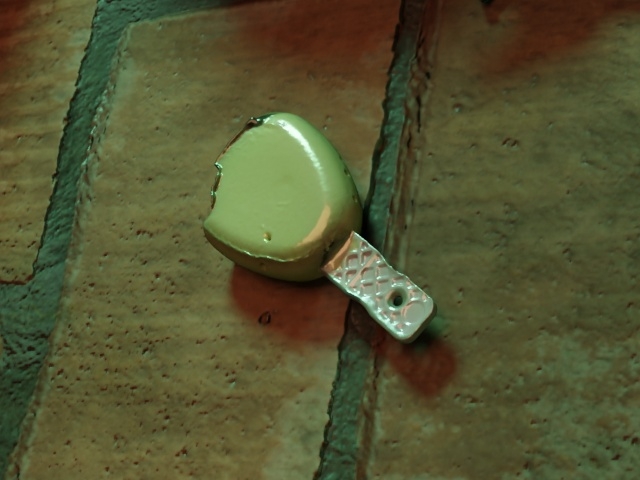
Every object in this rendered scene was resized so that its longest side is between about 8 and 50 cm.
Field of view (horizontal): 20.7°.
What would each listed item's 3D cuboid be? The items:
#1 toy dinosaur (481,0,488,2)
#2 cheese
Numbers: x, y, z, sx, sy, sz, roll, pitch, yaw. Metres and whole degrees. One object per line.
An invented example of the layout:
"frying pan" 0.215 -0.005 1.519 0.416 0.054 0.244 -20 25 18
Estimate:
"toy dinosaur" 0.126 -0.295 1.387 0.147 0.076 0.363 -44 76 22
"cheese" 0.000 0.000 1.365 0.127 0.050 0.255 -47 50 1
